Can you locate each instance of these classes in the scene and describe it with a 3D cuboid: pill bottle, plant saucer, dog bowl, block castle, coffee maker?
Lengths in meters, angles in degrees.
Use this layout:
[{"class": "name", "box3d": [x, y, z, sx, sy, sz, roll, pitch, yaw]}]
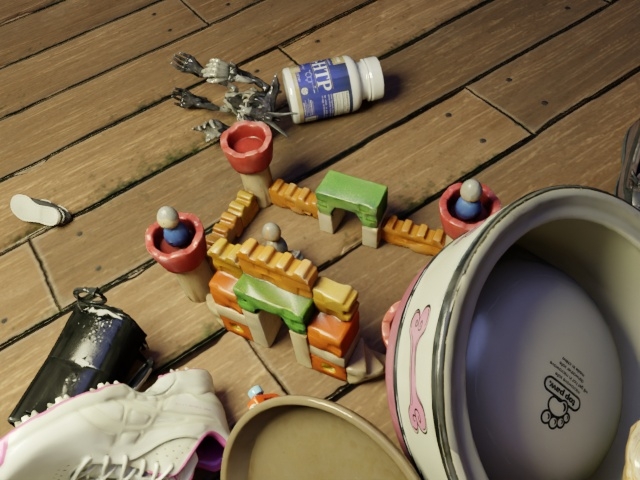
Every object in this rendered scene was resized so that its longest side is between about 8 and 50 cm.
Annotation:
[{"class": "pill bottle", "box3d": [0.026, -0.305, 1.093, 0.187, 0.112, 0.112, -14, 54, -4]}, {"class": "plant saucer", "box3d": [0.006, 0.299, 0.602, 0.278, 0.277, 0.041, 31, 23, 25]}, {"class": "dog bowl", "box3d": [0.252, 0.152, 0.609, 0.408, 0.150, 0.407, 5, 79, -26]}, {"class": "block castle", "box3d": [0.000, 0.000, 0.813, 0.454, 0.212, 0.303, 20, 59, 19]}, {"class": "coffee maker", "box3d": [-0.330, 0.180, 0.742, 0.120, 0.171, 0.178, -2, 50, 24]}]

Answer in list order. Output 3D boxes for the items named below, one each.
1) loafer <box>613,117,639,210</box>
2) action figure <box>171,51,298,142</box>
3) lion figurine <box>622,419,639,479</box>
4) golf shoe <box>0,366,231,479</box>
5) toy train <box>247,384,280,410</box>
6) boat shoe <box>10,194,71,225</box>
[{"class": "loafer", "box3d": [0.552, -0.110, 0.903, 0.109, 0.095, 0.302, 10, 56, 13]}, {"class": "action figure", "box3d": [-0.183, -0.267, 1.062, 0.276, 0.164, 0.141, 28, 24, 29]}, {"class": "lion figurine", "box3d": [0.410, 0.315, 0.428, 0.392, 0.142, 0.240, 36, 61, 17]}, {"class": "golf shoe", "box3d": [-0.221, 0.240, 0.642, 0.306, 0.115, 0.140, -2, 47, -53]}, {"class": "toy train", "box3d": [-0.027, 0.258, 0.702, 0.166, 0.125, 0.046, 45, 108, 27]}, {"class": "boat shoe", "box3d": [-0.519, -0.056, 1.017, 0.125, 0.038, 0.046, 12, 98, 21]}]
